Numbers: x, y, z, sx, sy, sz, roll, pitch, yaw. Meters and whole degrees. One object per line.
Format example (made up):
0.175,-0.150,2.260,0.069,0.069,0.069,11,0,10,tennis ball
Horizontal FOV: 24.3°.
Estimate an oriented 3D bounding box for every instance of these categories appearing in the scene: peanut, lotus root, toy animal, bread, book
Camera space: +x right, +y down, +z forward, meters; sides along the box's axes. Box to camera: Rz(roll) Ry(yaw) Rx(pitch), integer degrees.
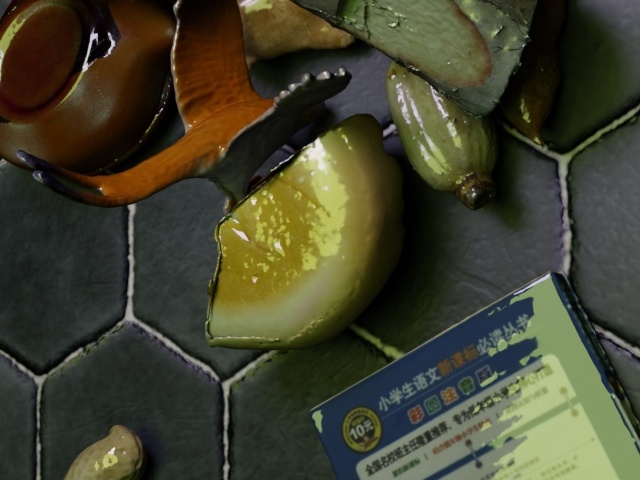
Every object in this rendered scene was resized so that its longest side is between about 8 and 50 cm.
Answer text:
-0.244,0.277,1.603,0.080,0.080,0.174,40,103,27,peanut
0.121,-0.109,1.429,0.090,0.077,0.183,-35,67,30,lotus root
-0.111,-0.080,1.421,0.284,0.302,0.225,-41,61,-10,toy animal
-0.004,0.013,1.457,0.261,0.158,0.156,-40,78,20,bread
0.188,0.282,1.374,0.300,0.039,0.428,-32,71,23,book

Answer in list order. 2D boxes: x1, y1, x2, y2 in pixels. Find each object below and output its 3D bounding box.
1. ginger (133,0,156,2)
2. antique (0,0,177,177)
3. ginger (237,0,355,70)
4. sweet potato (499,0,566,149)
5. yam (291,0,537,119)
-0.238,-0.385,1.517,0.152,0.357,0.274,3,87,55,ginger
-0.269,-0.189,1.631,0.278,0.129,0.223,-28,69,22,antique
0.052,-0.304,1.476,0.363,0.122,0.348,24,107,19,ginger
0.197,-0.194,1.406,0.068,0.068,0.226,2,78,30,sweet potato
0.081,-0.236,1.347,0.254,0.154,0.154,31,102,3,yam
